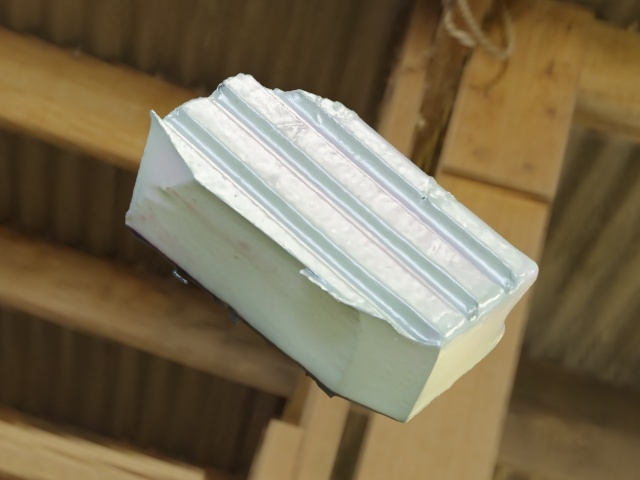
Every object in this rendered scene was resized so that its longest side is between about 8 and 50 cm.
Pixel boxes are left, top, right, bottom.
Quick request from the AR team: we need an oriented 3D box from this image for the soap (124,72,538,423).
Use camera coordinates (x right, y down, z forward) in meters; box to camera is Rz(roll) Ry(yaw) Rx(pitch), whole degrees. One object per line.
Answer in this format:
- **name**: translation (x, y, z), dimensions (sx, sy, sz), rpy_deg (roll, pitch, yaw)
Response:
- **soap**: translation (0.000, 0.000, 1.063), dimensions (0.230, 0.145, 0.091), rpy_deg (41, -45, 17)
